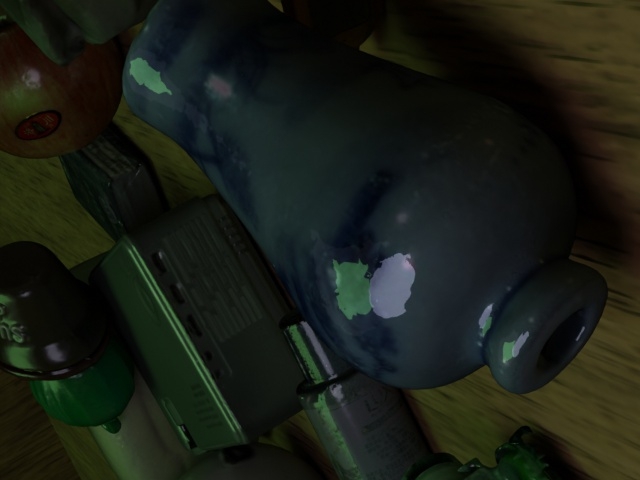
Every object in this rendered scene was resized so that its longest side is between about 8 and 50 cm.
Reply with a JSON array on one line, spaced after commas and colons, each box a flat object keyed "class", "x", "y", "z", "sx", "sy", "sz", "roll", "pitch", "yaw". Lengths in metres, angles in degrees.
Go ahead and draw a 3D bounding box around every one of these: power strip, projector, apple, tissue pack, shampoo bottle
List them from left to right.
[{"class": "apple", "x": -0.229, "y": -0.136, "z": 1.548, "sx": 0.146, "sy": 0.146, "sz": 0.131, "roll": 39, "pitch": 164, "yaw": 53}, {"class": "tissue pack", "x": -0.195, "y": -0.054, "z": 1.747, "sx": 0.156, "sy": 0.051, "sz": 0.112, "roll": 43, "pitch": 158, "yaw": 47}, {"class": "projector", "x": -0.094, "y": 0.073, "z": 1.573, "sx": 0.192, "sy": 0.099, "sz": 0.256, "roll": 61, "pitch": 164, "yaw": 1}, {"class": "power strip", "x": 0.001, "y": -0.144, "z": 0.959, "sx": 0.028, "sy": 0.049, "sz": 0.178, "roll": 55, "pitch": 165, "yaw": 37}, {"class": "shampoo bottle", "x": 0.036, "y": 0.141, "z": 1.336, "sx": 0.214, "sy": 0.072, "sz": 0.072, "roll": 63, "pitch": 165, "yaw": -11}]

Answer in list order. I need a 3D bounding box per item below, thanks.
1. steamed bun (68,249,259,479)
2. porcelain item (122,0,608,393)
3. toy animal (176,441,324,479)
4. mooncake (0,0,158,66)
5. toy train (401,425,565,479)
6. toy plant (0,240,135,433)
[{"class": "steamed bun", "x": -0.160, "y": 0.129, "z": 1.788, "sx": 0.242, "sy": 0.146, "sz": 0.164, "roll": 66, "pitch": 168, "yaw": -22}, {"class": "porcelain item", "x": 0.020, "y": -0.029, "z": 0.902, "sx": 0.259, "sy": 0.141, "sz": 0.141, "roll": 41, "pitch": 157, "yaw": 27}, {"class": "toy animal", "x": -0.057, "y": 0.287, "z": 1.711, "sx": 0.187, "sy": 0.165, "sz": 0.235, "roll": 48, "pitch": 161, "yaw": 30}, {"class": "mooncake", "x": -0.202, "y": -0.269, "z": 1.215, "sx": 0.254, "sy": 0.136, "sz": 0.250, "roll": 46, "pitch": 161, "yaw": 29}, {"class": "toy train", "x": 0.129, "y": 0.232, "z": 1.099, "sx": 0.243, "sy": 0.132, "sz": 0.188, "roll": 44, "pitch": 163, "yaw": 52}, {"class": "toy plant", "x": -0.229, "y": 0.090, "z": 1.640, "sx": 0.143, "sy": 0.105, "sz": 0.200, "roll": 24, "pitch": 146, "yaw": 40}]
